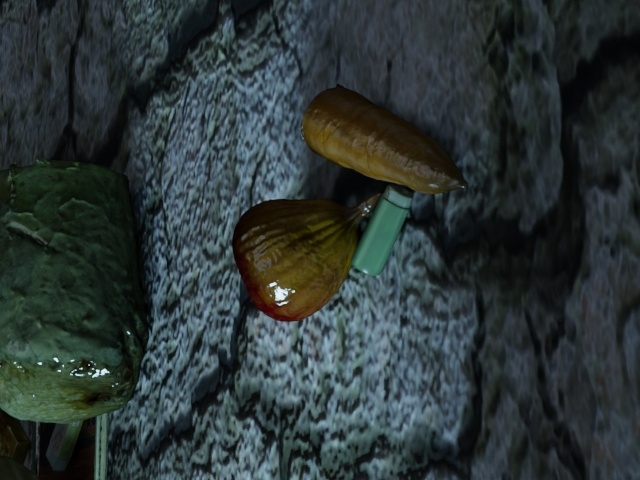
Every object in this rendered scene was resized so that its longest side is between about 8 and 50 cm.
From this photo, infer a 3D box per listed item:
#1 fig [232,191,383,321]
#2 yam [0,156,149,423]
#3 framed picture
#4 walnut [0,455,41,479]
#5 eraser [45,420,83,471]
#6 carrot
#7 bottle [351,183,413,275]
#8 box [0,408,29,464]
[{"bbox_3d":[-0.008,0.003,1.442,0.153,0.119,0.119,-30,41,-5],"label":"fig"},{"bbox_3d":[-0.302,0.055,1.763,0.195,0.195,0.300,-41,49,44],"label":"yam"},{"bbox_3d":[-0.316,0.207,1.905,0.216,0.016,0.273,-25,61,51],"label":"framed picture"},{"bbox_3d":[-0.392,0.371,1.755,0.273,0.273,0.227,-25,83,52],"label":"walnut"},{"bbox_3d":[-0.311,0.236,1.855,0.038,0.019,0.083,44,118,51],"label":"eraser"},{"bbox_3d":[0.065,-0.078,1.370,0.205,0.072,0.072,32,108,48],"label":"carrot"},{"bbox_3d":[0.057,-0.010,1.385,0.030,0.030,0.083,49,121,51],"label":"bottle"},{"bbox_3d":[-0.438,0.268,2.067,0.156,0.022,0.089,47,121,51],"label":"box"}]
